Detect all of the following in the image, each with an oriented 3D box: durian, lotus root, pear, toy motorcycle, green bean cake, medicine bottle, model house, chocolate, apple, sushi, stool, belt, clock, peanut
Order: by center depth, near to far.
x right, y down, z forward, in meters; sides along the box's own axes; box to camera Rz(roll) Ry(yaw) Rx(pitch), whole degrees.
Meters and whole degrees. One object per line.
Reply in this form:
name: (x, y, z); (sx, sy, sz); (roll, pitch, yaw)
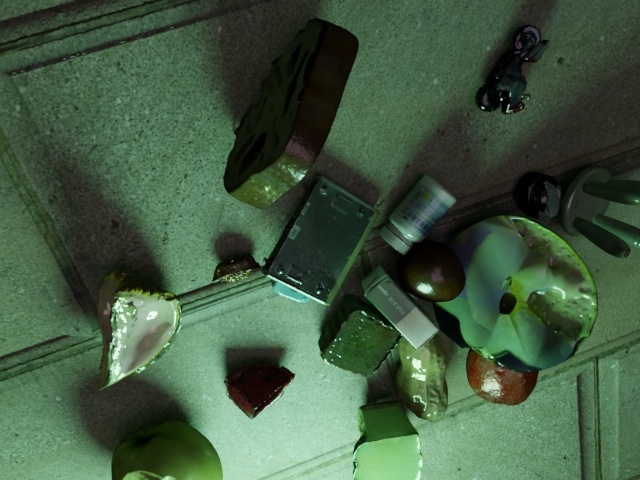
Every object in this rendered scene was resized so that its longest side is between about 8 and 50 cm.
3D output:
lotus root: (-0.064, -0.233, 1.086); (0.111, 0.375, 0.390); (27, 116, -20)
durian: (-0.410, 0.195, 1.301); (0.196, 0.185, 0.305); (-6, 121, -34)
toy motorcycle: (0.456, -0.383, 1.314); (0.122, 0.082, 0.213); (24, 106, -23)
sushi: (-0.201, 0.072, 1.346); (0.118, 0.061, 0.060); (-16, 91, -1)
medicine bottle: (0.235, -0.061, 1.386); (0.103, 0.103, 0.186); (36, 100, -26)
clock: (-0.046, 0.078, 1.402); (0.108, 0.045, 0.147); (24, 104, -25)
chocolate: (0.276, 0.085, 1.406); (0.177, 0.176, 0.176); (-6, 115, -13)
apple: (-0.383, 0.593, 1.428); (0.279, 0.279, 0.279); (-6, 115, -13)
stool: (0.754, -0.077, 1.449); (0.195, 0.199, 0.195); (-6, 112, -31)
pear: (0.504, 0.132, 1.456); (0.165, 0.399, 0.398); (-2, 122, -59)
belt: (0.570, -0.117, 1.482); (0.105, 0.058, 0.140); (-35, 115, -7)
green bean cake: (0.099, 0.252, 1.493); (0.181, 0.094, 0.173); (27, 105, -25)
peanut: (0.282, 0.360, 1.575); (0.149, 0.149, 0.313); (-11, 114, -11)
model house: (0.172, 0.568, 1.604); (0.195, 0.189, 0.214); (-9, 119, -2)

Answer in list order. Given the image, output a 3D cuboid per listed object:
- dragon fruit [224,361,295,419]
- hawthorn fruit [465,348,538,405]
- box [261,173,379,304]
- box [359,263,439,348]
dragon fruit: (-0.161, 0.378, 1.494); (0.161, 0.120, 0.127); (-33, 78, -27)
hawthorn fruit: (0.514, 0.334, 1.596); (0.205, 0.205, 0.253); (-4, 108, -14)
box: (0.000, 0.000, 1.347); (0.211, 0.045, 0.270); (31, 89, -25)
box: (0.196, 0.163, 1.426); (0.199, 0.135, 0.081); (44, 96, -6)
